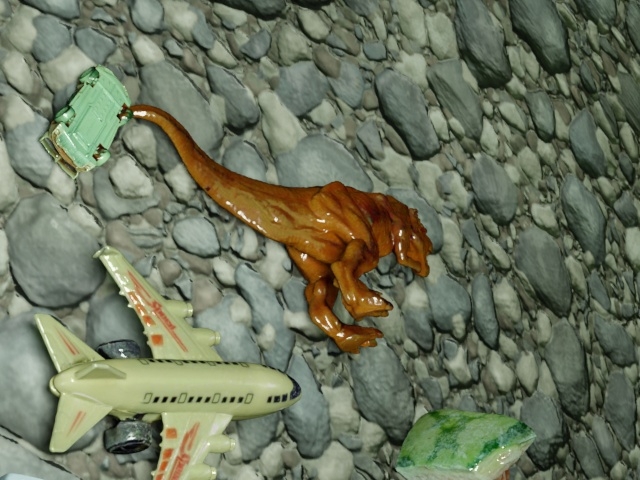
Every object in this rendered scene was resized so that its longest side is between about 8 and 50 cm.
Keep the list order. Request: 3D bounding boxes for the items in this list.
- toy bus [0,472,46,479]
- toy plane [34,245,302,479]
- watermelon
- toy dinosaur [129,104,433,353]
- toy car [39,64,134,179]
[{"bbox_3d":[-0.233,0.330,1.373,0.136,0.109,0.330,35,46,-22],"label":"toy bus"},{"bbox_3d":[-0.125,0.125,1.613,0.256,0.104,0.242,13,59,-47],"label":"toy plane"},{"bbox_3d":[0.133,0.238,1.924,0.098,0.121,0.158,-44,152,-36],"label":"watermelon"},{"bbox_3d":[0.000,0.000,1.841,0.432,0.097,0.208,22,41,-47],"label":"toy dinosaur"},{"bbox_3d":[-0.204,-0.109,1.697,0.059,0.035,0.122,50,31,-21],"label":"toy car"}]
